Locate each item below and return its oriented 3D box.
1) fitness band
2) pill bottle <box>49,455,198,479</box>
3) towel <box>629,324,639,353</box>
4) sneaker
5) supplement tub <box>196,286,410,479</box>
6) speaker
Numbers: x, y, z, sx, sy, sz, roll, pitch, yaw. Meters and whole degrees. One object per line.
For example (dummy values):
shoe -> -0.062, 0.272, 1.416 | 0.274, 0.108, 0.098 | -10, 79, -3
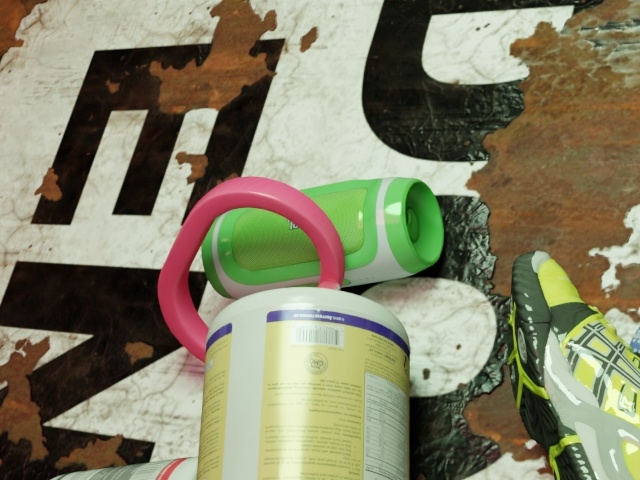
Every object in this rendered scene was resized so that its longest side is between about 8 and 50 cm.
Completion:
fitness band -> -0.087, 0.048, 1.748 | 0.291, 0.209, 0.054 | -59, -5, 38
pill bottle -> -0.248, 0.363, 1.717 | 0.318, 0.176, 0.176 | -12, 59, 29
towel -> 0.373, 0.250, 1.452 | 0.243, 0.040, 0.336 | 16, 73, 42
sneaker -> 0.292, 0.162, 1.477 | 0.147, 0.145, 0.385 | -11, 47, -5
supplement tub -> -0.019, 0.245, 1.582 | 0.241, 0.241, 0.331 | -14, 58, 28
speaker -> 0.000, 0.000, 1.786 | 0.296, 0.131, 0.131 | -10, 59, 30
